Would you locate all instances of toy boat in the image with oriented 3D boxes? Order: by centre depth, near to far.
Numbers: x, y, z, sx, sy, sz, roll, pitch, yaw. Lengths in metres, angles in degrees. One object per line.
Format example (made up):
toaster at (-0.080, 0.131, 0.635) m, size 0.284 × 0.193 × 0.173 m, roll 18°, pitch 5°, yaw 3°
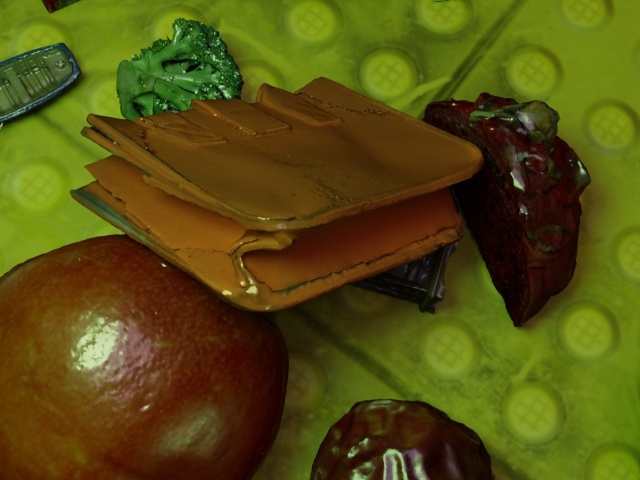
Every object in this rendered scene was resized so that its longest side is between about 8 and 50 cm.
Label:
toy boat at (-0.416, -0.180, 1.475) m, size 0.229 × 0.046 × 0.080 m, roll -30°, pitch 78°, yaw -12°

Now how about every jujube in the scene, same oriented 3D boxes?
jujube at (0.082, 0.348, 1.277) m, size 0.216 × 0.216 × 0.342 m, roll 8°, pitch 86°, yaw -2°

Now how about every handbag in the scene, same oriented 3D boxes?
handbag at (-0.033, -0.067, 1.283) m, size 0.303 × 0.116 × 0.410 m, roll 30°, pitch 29°, yaw 30°

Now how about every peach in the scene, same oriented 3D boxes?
peach at (-0.222, 0.165, 1.256) m, size 0.373 × 0.372 × 0.290 m, roll -29°, pitch 41°, yaw -12°

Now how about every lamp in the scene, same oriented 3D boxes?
lamp at (0.000, 0.000, 1.430) m, size 0.325 × 0.090 × 0.089 m, roll 17°, pitch 73°, yaw 2°

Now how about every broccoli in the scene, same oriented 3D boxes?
broccoli at (-0.182, -0.182, 1.441) m, size 0.156 × 0.195 × 0.195 m, roll -2°, pitch 70°, yaw -39°

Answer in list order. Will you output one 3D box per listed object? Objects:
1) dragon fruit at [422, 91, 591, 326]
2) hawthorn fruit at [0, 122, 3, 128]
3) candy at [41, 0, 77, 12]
dragon fruit at (0.264, -0.076, 1.412) m, size 0.152 × 0.205 × 0.317 m, roll -18°, pitch 76°, yaw -10°
hawthorn fruit at (-0.471, -0.061, 1.399) m, size 0.189 × 0.149 × 0.149 m, roll -7°, pitch 71°, yaw -39°
candy at (-0.316, -0.351, 1.527) m, size 0.122 × 0.062 × 0.038 m, roll -26°, pitch 78°, yaw -12°
